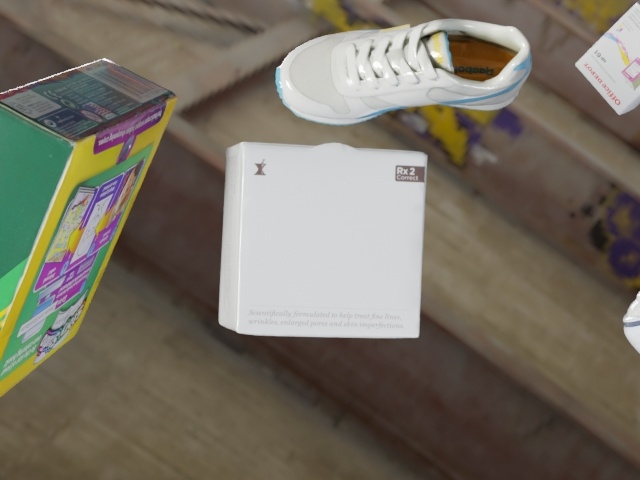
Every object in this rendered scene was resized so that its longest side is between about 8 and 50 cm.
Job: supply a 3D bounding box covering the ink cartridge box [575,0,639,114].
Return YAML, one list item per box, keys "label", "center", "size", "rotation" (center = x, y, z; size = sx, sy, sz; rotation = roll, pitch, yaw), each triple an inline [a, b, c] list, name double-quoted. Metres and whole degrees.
- label: "ink cartridge box"
  center: [0.392, -0.229, 2.114]
  size: [0.088, 0.122, 0.052]
  rotation: [50, -141, 10]

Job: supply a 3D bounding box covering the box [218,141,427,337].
- label: "box"
  center: [0.000, 0.000, 1.630]
  size: [0.181, 0.182, 0.119]
  rotation: [2, 180, -10]

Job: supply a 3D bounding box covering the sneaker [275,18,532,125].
- label: "sneaker"
  center: [0.074, -0.158, 1.507]
  size: [0.228, 0.087, 0.092]
  rotation: [-6, 166, -7]

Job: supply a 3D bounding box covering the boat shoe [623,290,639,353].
- label: "boat shoe"
  center: [0.387, -0.044, 1.443]
  size: [0.156, 0.367, 0.136]
  rotation: [54, -152, -3]

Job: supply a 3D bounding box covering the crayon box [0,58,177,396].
- label: "crayon box"
  center: [-0.292, -0.008, 1.733]
  size: [0.106, 0.313, 0.363]
  rotation: [27, -165, 4]
